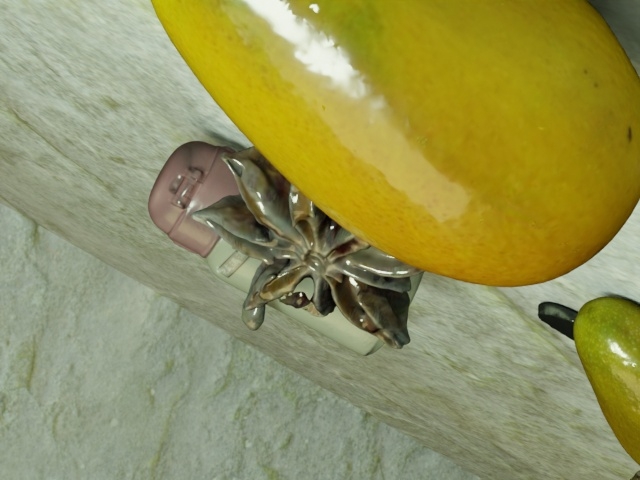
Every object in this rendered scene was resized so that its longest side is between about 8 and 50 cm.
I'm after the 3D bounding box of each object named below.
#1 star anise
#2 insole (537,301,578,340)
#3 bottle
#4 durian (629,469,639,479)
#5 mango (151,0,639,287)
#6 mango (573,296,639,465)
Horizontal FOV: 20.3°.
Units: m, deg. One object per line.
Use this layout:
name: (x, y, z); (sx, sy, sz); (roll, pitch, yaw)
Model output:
star anise: (0.000, 0.000, 1.382); (0.231, 0.089, 0.209); (-9, 125, 42)
insole: (0.313, 0.131, 1.534); (0.309, 0.012, 0.110); (30, 172, -14)
bottle: (-0.034, -0.001, 1.512); (0.233, 0.110, 0.110); (28, 171, -8)
durian: (0.388, 0.319, 1.823); (0.196, 0.196, 0.167); (28, 169, -3)
mango: (0.030, -0.080, 0.791); (0.254, 0.139, 0.175); (37, 158, -8)
mango: (0.270, 0.123, 1.373); (0.227, 0.099, 0.136); (46, 169, -37)
